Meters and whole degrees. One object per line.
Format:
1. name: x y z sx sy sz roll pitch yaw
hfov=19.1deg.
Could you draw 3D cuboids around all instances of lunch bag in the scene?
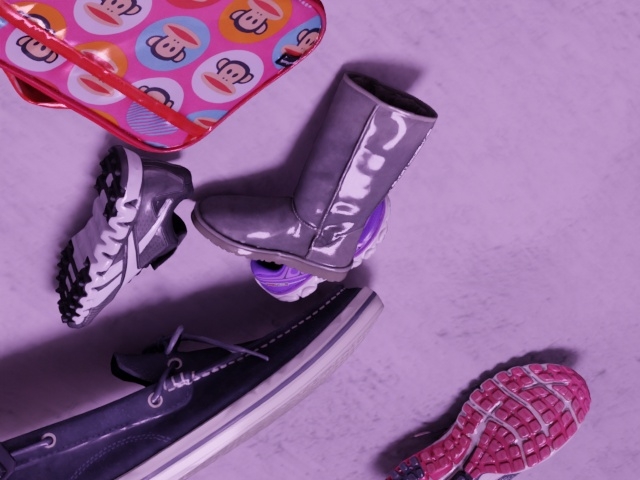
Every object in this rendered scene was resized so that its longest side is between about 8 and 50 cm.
1. lunch bag: -0.168 -0.200 1.601 0.258 0.120 0.293 -35 139 23

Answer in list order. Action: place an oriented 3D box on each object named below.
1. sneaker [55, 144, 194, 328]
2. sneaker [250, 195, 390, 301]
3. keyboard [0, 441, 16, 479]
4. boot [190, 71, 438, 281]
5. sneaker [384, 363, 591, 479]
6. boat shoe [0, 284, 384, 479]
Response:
1. sneaker: -0.187 0.006 1.866 0.106 0.078 0.234 4 134 -27
2. sneaker: 0.000 0.000 1.966 0.170 0.068 0.071 -37 130 16
3. keyboard: -0.392 0.195 1.925 0.108 0.180 0.023 -48 165 28
4. boot: -0.008 -0.071 1.862 0.189 0.076 0.208 14 126 -17
5. sneaker: 0.202 0.250 2.349 0.299 0.121 0.112 -36 170 16
6. boat shoe: -0.155 0.170 2.006 0.500 0.156 0.187 -31 172 -12
